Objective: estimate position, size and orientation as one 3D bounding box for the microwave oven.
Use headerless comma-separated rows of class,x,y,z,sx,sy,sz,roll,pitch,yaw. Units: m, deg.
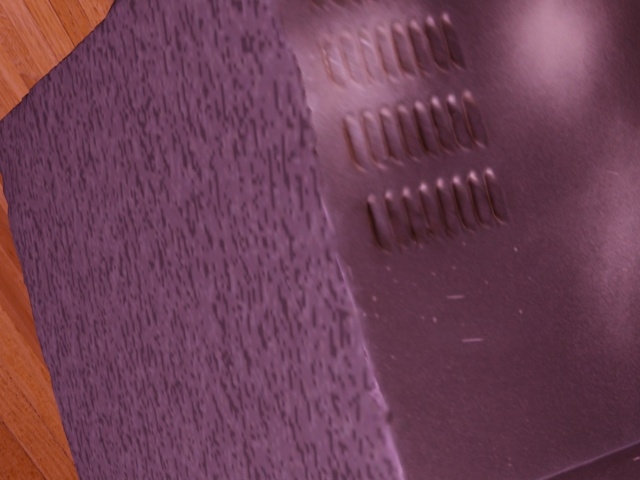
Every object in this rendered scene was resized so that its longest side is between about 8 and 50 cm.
microwave oven,0.000,0.000,0.764,0.432,0.236,0.374,-21,83,60
